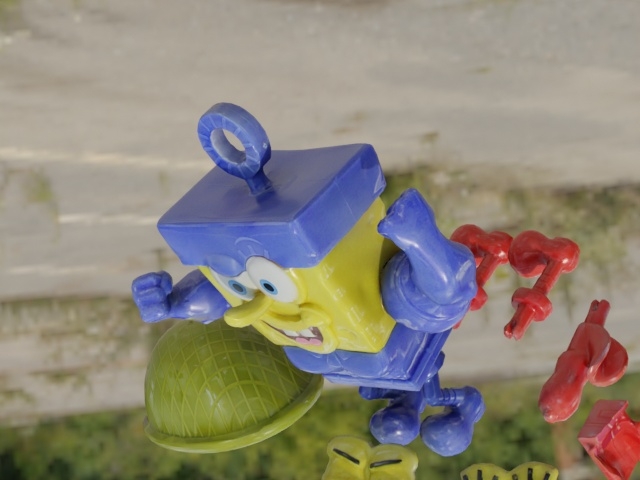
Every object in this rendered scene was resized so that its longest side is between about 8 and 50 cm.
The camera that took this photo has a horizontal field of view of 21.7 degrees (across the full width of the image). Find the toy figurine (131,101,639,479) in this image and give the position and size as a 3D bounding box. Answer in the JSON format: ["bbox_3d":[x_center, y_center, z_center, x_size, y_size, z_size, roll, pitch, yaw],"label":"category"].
[{"bbox_3d":[0.000,0.000,0.856,0.362,0.191,0.217,3,138,49],"label":"toy figurine"}]
